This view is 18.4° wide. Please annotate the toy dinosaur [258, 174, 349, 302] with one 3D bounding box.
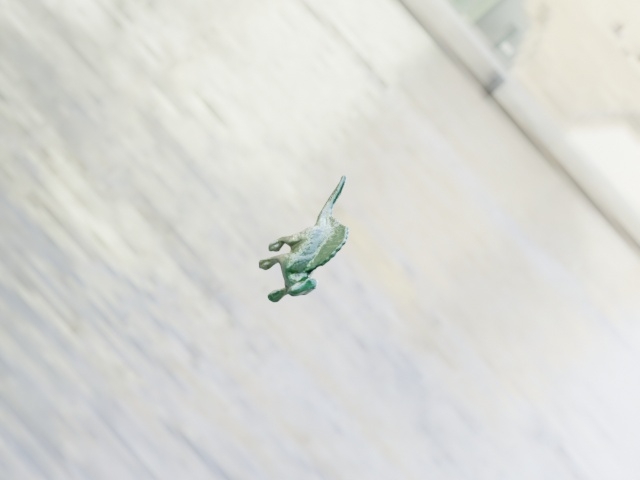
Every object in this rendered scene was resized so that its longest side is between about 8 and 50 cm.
[{"bbox_3d":[0.000,0.001,1.296,0.029,0.060,0.120,53,51,-23],"label":"toy dinosaur"}]
